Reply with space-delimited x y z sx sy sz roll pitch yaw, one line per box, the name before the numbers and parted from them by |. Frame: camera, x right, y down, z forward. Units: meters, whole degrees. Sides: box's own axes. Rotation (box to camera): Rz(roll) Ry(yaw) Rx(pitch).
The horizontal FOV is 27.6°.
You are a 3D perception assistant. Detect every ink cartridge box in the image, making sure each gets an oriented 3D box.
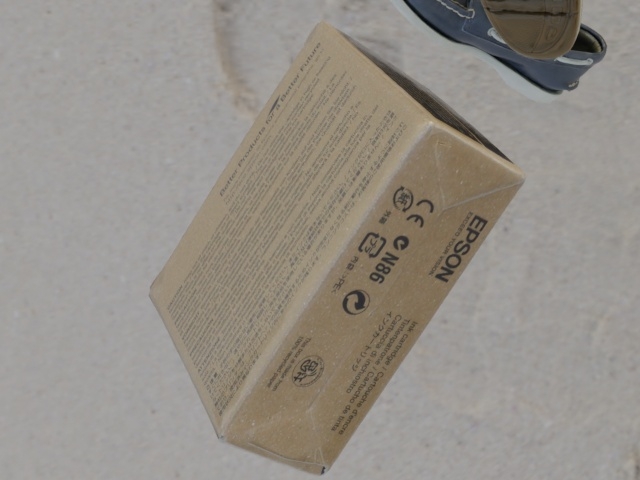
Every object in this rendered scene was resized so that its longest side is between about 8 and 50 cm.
ink cartridge box | 0.000 0.000 0.846 0.234 0.088 0.193 -57 31 14

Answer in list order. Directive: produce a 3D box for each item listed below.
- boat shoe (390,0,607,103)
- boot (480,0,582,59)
boat shoe | 0.148 -0.197 1.118 0.079 0.255 0.095 -37 42 34
boot | 0.161 -0.256 0.939 0.077 0.165 0.213 0 128 29
